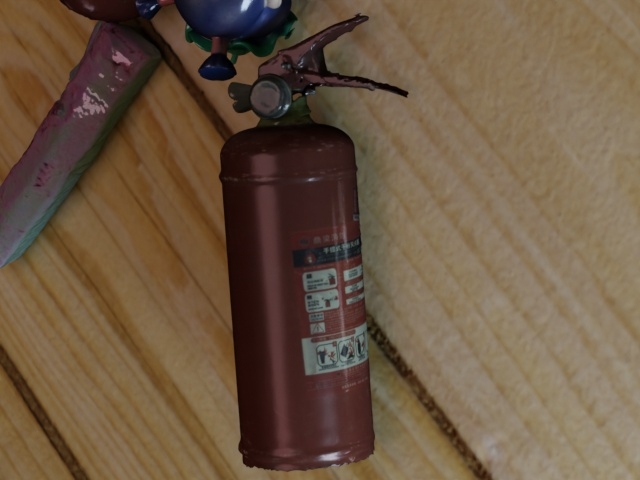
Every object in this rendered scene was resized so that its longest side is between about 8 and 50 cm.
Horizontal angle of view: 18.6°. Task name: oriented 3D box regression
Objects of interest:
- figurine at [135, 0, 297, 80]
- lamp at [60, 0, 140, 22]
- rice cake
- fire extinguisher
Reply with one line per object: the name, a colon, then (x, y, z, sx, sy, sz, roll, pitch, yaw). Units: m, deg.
figurine: (-0.058, -0.224, 1.472, 0.111, 0.102, 0.195, 40, 123, 39)
lamp: (-0.177, -0.252, 1.549, 0.157, 0.135, 0.156, 39, 123, 31)
rice cake: (-0.233, -0.083, 1.685, 0.290, 0.051, 0.081, -49, 67, 35)
fire extinguisher: (0.000, 0.000, 1.470, 0.147, 0.106, 0.337, -2, 98, 13)
